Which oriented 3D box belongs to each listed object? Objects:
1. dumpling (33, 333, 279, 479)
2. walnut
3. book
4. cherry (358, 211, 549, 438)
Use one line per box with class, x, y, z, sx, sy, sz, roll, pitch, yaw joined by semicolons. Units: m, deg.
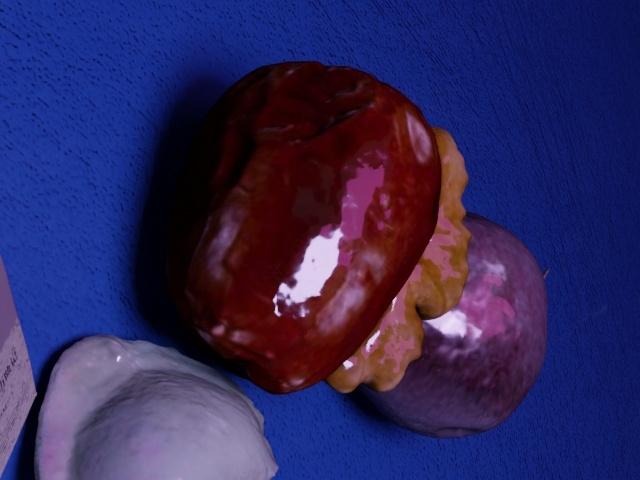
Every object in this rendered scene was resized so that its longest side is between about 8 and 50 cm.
dumpling;-0.125;0.148;0.880;0.216;0.149;0.105;-28;143;-50
walnut;0.000;0.000;0.998;0.244;0.221;0.269;32;68;-26
book;-0.205;0.091;0.748;0.182;0.014;0.127;92;14;-50
cherry;0.109;0.070;1.171;0.266;0.183;0.213;18;52;-32
